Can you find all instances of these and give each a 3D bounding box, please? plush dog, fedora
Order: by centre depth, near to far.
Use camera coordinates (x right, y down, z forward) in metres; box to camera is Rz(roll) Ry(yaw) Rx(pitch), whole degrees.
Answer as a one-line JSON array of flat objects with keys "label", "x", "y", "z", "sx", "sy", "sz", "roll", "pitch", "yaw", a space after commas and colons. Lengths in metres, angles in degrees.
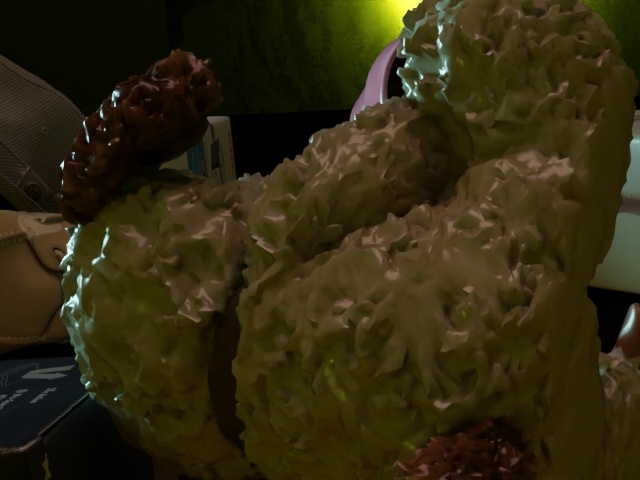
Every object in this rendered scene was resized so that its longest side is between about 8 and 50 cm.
[{"label": "plush dog", "x": -0.002, "y": 0.042, "z": 0.641, "sx": 0.225, "sy": 0.262, "sz": 0.210, "roll": 4, "pitch": 31, "yaw": 29}, {"label": "fedora", "x": -0.305, "y": -0.094, "z": 1.538, "sx": 0.124, "sy": 0.275, "sz": 0.244, "roll": -54, "pitch": 27, "yaw": -16}]

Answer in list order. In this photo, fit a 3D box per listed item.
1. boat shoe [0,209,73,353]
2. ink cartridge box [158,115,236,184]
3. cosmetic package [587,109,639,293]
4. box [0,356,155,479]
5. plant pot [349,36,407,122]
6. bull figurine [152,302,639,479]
[{"label": "boat shoe", "x": -0.200, "y": 0.027, "z": 1.239, "sx": 0.098, "sy": 0.109, "sz": 0.302, "roll": -3, "pitch": 4, "yaw": 20}, {"label": "ink cartridge box", "x": -0.129, "y": -0.036, "z": 1.475, "sx": 0.082, "sy": 0.139, "sz": 0.190, "roll": -5, "pitch": 9, "yaw": 9}, {"label": "cosmetic package", "x": 0.310, "y": -0.028, "z": 1.214, "sx": 0.153, "sy": 0.129, "sz": 0.296, "roll": -12, "pitch": 11, "yaw": -33}, {"label": "box", "x": -0.168, "y": 0.113, "z": 0.703, "sx": 0.158, "sy": 0.093, "sz": 0.156, "roll": -4, "pitch": 9, "yaw": 11}, {"label": "plant pot", "x": 0.127, "y": -0.149, "z": 1.949, "sx": 0.201, "sy": 0.201, "sz": 0.180, "roll": -9, "pitch": -5, "yaw": -24}, {"label": "bull figurine", "x": 0.033, "y": 0.072, "z": 0.836, "sx": 0.310, "sy": 0.101, "sz": 0.188, "roll": -2, "pitch": 5, "yaw": 3}]
